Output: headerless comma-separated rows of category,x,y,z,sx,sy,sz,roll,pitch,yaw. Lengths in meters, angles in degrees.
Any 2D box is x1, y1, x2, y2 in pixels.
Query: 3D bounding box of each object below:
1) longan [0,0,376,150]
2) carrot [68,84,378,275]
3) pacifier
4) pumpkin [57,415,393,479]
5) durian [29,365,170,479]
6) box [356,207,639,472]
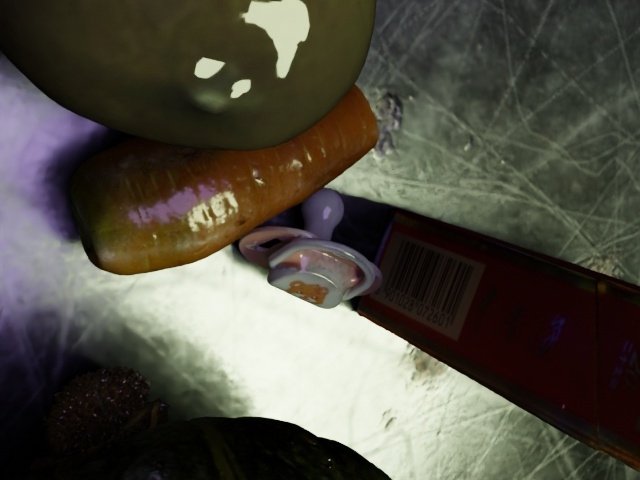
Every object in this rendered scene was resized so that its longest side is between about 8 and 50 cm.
longan,-0.075,-0.146,0.596,0.220,0.196,0.196,17,92,-16
carrot,-0.055,-0.041,0.685,0.193,0.087,0.087,-23,109,-19
pacifier,0.000,0.000,0.733,0.099,0.081,0.078,28,59,-28
pumpkin,-0.071,0.236,0.635,0.320,0.192,0.320,-13,136,-13
durian,-0.134,0.118,0.685,0.091,0.080,0.080,-19,108,-10
box,0.184,0.070,0.693,0.197,0.313,0.089,20,93,-28
